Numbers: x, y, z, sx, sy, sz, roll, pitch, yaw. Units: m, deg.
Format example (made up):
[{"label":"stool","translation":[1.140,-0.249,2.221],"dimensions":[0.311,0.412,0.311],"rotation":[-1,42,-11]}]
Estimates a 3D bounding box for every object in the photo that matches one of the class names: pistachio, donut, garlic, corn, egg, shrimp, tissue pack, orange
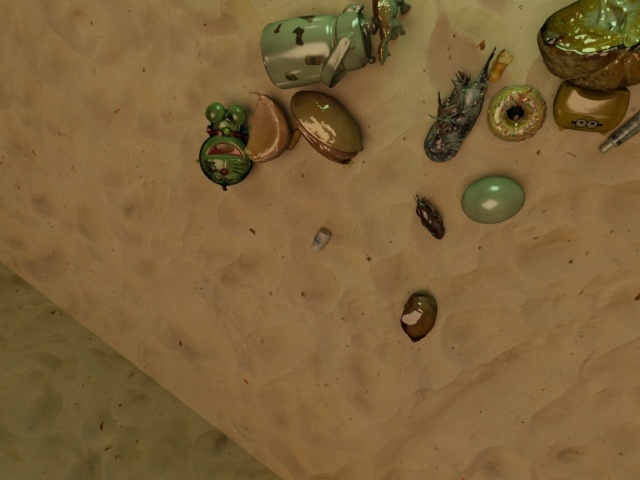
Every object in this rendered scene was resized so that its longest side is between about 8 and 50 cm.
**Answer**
[{"label":"pistachio","translation":[0.017,-0.385,1.531],"dimensions":[0.293,0.181,0.162],"rotation":[47,138,-11]},{"label":"donut","translation":[0.528,-0.509,1.334],"dimensions":[0.038,0.067,0.083],"rotation":[21,94,-5]},{"label":"garlic","translation":[-0.190,-0.397,1.620],"dimensions":[0.164,0.145,0.244],"rotation":[0,110,-25]},{"label":"corn","translation":[-0.102,-0.371,1.672],"dimensions":[0.037,0.037,0.092],"rotation":[37,118,3]},{"label":"egg","translation":[0.549,-0.128,1.448],"dimensions":[0.192,0.149,0.149],"rotation":[-10,109,19]},{"label":"shrimp","translation":[0.410,-0.397,1.370],"dimensions":[0.137,0.172,0.372],"rotation":[23,127,17]},{"label":"shrimp","translation":[0.379,-0.085,1.587],"dimensions":[0.075,0.073,0.190],"rotation":[-35,102,27]},{"label":"pistachio","translation":[0.373,0.299,1.741],"dimensions":[0.165,0.130,0.210],"rotation":[-11,114,-17]},{"label":"tissue pack","translation":[0.748,-0.371,1.268],"dimensions":[0.178,0.123,0.127],"rotation":[12,126,17]},{"label":"donut","translation":[0.588,-0.377,1.365],"dimensions":[0.175,0.068,0.174],"rotation":[10,117,20]},{"label":"orange","translation":[0.750,-0.503,1.146],"dimensions":[0.369,0.270,0.210],"rotation":[-6,149,23]}]

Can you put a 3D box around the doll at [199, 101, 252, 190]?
[{"label":"doll","translation":[-0.349,-0.345,1.704],"dimensions":[0.199,0.186,0.321],"rotation":[9,103,-9]}]

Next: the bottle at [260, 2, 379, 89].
[{"label":"bottle","translation":[0.014,-0.596,1.426],"dimensions":[0.352,0.229,0.229],"rotation":[-2,112,20]}]

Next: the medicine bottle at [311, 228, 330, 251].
[{"label":"medicine bottle","translation":[0.000,0.000,1.791],"dimensions":[0.052,0.052,0.089],"rotation":[33,122,5]}]

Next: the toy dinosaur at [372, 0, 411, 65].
[{"label":"toy dinosaur","translation":[0.200,-0.691,1.326],"dimensions":[0.092,0.205,0.392],"rotation":[0,94,29]}]

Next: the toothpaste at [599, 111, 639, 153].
[{"label":"toothpaste","translation":[0.893,-0.327,1.282],"dimensions":[0.062,0.037,0.216],"rotation":[45,118,-2]}]
